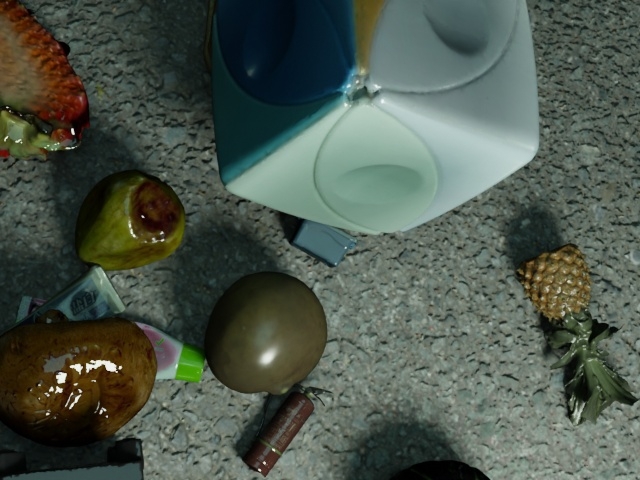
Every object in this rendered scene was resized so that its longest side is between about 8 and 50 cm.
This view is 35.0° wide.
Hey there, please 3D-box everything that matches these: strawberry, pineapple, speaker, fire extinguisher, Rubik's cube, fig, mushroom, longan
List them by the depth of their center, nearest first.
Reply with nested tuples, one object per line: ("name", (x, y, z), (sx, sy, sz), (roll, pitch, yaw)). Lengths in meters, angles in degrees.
("speaker", (-0.315, 0.387, 1.281), (0.184, 0.232, 0.254), (-3, 77, -17))
("mushroom", (-0.328, 0.193, 1.350), (0.231, 0.138, 0.194), (-10, 105, -18))
("Rubik's cube", (0.070, -0.235, 1.432), (0.347, 0.351, 0.352), (14, 60, -34))
("longan", (-0.078, 0.132, 1.446), (0.189, 0.189, 0.189), (4, 75, -14))
("fig", (-0.278, -0.025, 1.462), (0.165, 0.154, 0.144), (-32, 101, 10))
("strawberry", (-0.468, -0.236, 1.479), (0.233, 0.138, 0.306), (4, 48, -33))
("fire extinguisher", (-0.057, 0.265, 1.482), (0.078, 0.045, 0.157), (31, 70, 18))
("pineapple", (0.399, 0.149, 1.593), (0.130, 0.119, 0.277), (-16, 82, -37))

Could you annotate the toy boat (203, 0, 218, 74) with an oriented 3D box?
("toy boat", (-0.123, -0.321, 1.607), (0.116, 0.061, 0.188), (6, 75, -15))

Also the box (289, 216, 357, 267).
("box", (0.000, 0.000, 1.553), (0.099, 0.074, 0.054), (30, 84, -5))

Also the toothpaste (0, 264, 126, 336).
("toothpaste", (-0.402, 0.134, 1.410), (0.268, 0.047, 0.069), (-32, 69, -15))

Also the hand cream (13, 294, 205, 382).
("hand cream", (-0.301, 0.151, 1.451), (0.275, 0.050, 0.079), (14, 47, -5))

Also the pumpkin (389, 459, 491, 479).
("pumpkin", (0.171, 0.421, 1.437), (0.220, 0.162, 0.220), (3, 80, -15))
